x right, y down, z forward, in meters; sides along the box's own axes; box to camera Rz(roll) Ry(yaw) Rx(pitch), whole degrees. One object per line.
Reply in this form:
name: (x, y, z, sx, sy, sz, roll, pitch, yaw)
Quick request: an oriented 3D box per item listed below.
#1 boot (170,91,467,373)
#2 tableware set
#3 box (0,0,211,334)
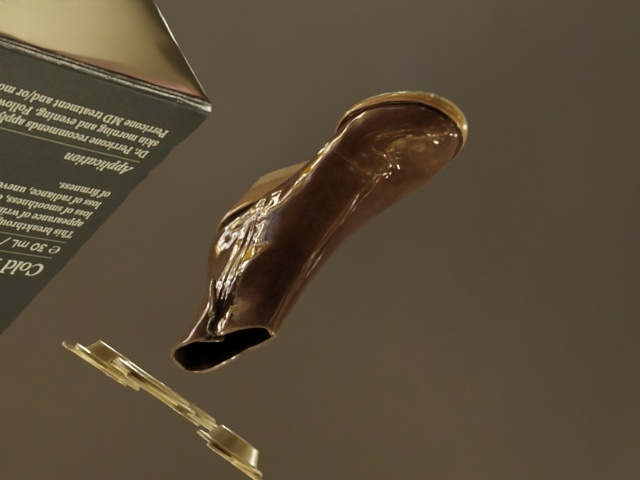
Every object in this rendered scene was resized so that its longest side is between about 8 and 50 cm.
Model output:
boot: (0.000, 0.000, 1.188, 0.248, 0.090, 0.207, -25, -149, 41)
tableware set: (-0.107, 0.115, 1.062, 0.020, 0.141, 0.169, -56, -151, -8)
box: (-0.293, -0.056, 0.727, 0.312, 0.343, 0.179, -45, -124, 24)
